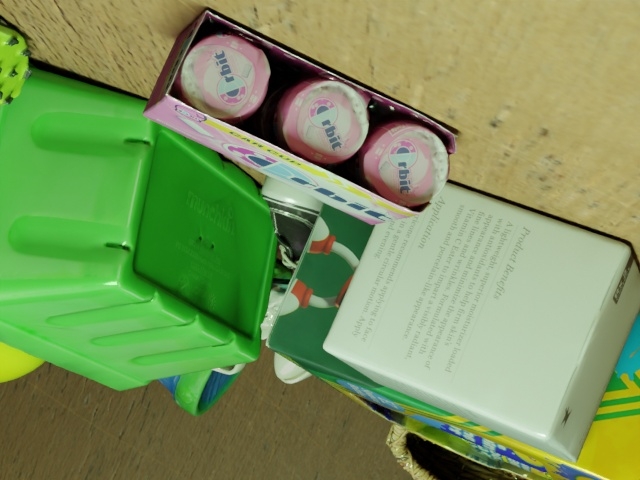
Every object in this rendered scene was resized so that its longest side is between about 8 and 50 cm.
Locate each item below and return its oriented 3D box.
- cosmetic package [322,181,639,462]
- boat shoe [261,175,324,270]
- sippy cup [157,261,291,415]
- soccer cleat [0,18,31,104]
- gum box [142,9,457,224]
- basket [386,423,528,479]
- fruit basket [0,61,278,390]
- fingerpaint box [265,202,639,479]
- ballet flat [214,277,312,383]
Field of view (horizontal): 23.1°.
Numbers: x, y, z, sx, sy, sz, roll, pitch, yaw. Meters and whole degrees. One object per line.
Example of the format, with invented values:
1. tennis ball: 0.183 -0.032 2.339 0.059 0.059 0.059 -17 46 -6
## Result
1. cosmetic package: 0.128 0.058 1.178 0.184 0.151 0.151 22 173 21
2. boat shoe: 0.000 0.000 1.458 0.078 0.070 0.219 19 171 27
3. sippy cup: -0.193 0.080 2.096 0.224 0.240 0.305 33 136 10
4. soccer cleat: -0.284 -0.164 1.249 0.072 0.060 0.179 31 169 18
5. gum box: -0.012 -0.073 1.016 0.188 0.062 0.107 25 172 -13
6. basket: 0.237 0.244 1.909 0.299 0.213 0.223 22 173 6
7. fruit basket: -0.266 0.010 1.494 0.392 0.283 0.392 9 166 2
8. fingerpaint box: 0.200 0.137 1.463 0.371 0.163 0.445 20 172 20
9. ballet flat: -0.066 0.095 1.827 0.409 0.147 0.147 8 167 24
